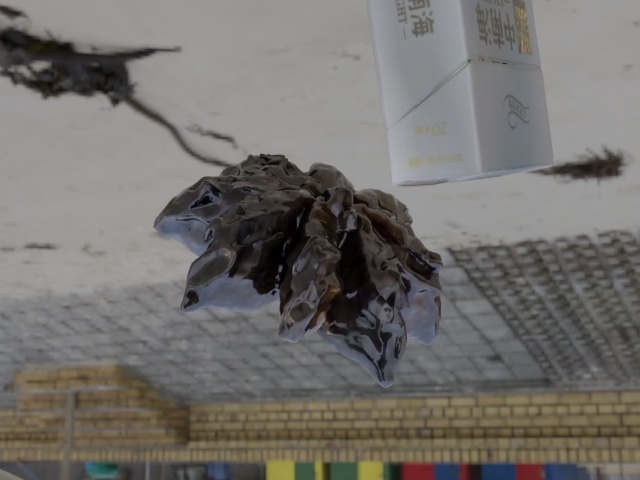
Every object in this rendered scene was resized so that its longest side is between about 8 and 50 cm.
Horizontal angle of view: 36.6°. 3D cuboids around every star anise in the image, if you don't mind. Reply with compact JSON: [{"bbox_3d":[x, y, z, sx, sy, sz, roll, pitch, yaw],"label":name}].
[{"bbox_3d":[0.000,0.001,0.745,0.223,0.236,0.109,14,120,-30],"label":"star anise"}]

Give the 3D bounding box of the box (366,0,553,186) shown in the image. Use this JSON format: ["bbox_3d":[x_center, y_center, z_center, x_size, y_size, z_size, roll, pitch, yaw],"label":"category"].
[{"bbox_3d":[0.090,-0.160,0.645,0.067,0.243,0.155,-7,-177,32],"label":"box"}]

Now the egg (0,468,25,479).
[{"bbox_3d":[-0.201,0.192,0.381,0.269,0.219,0.219,-14,172,-12],"label":"egg"}]
